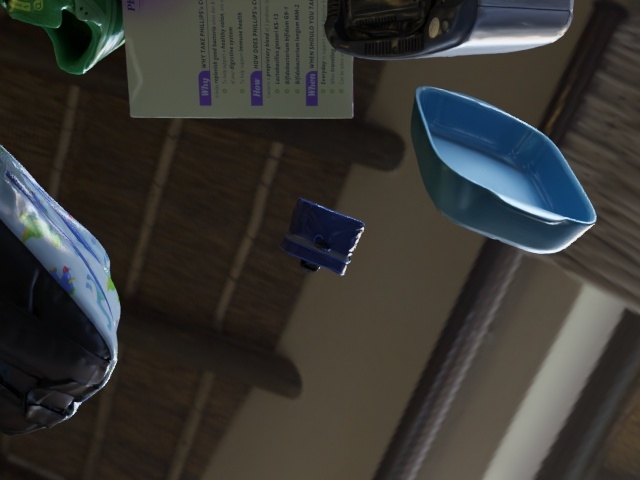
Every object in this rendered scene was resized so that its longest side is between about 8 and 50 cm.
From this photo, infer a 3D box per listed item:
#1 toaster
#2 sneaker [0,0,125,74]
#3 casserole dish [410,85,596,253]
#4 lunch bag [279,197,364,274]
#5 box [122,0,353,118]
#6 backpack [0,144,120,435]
[{"bbox_3d":[0.102,-0.213,0.905,0.146,0.227,0.129,-5,-83,-34],"label":"toaster"},{"bbox_3d":[-0.274,-0.285,1.125,0.124,0.109,0.295,-63,-28,-26],"label":"sneaker"},{"bbox_3d":[0.112,-0.046,0.723,0.114,0.188,0.037,19,-65,-12],"label":"casserole dish"},{"bbox_3d":[0.000,0.000,1.089,0.067,0.098,0.065,21,-87,-7],"label":"lunch bag"},{"bbox_3d":[-0.083,-0.249,1.171,0.242,0.117,0.214,0,-64,0],"label":"box"},{"bbox_3d":[-0.370,0.048,1.185,0.290,0.273,0.355,-38,-72,12],"label":"backpack"}]
